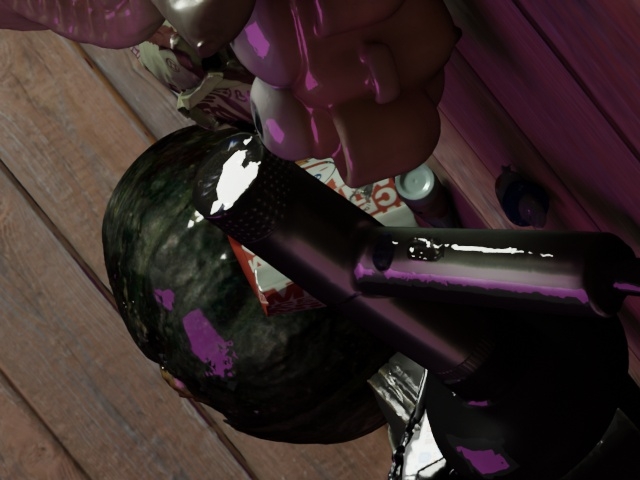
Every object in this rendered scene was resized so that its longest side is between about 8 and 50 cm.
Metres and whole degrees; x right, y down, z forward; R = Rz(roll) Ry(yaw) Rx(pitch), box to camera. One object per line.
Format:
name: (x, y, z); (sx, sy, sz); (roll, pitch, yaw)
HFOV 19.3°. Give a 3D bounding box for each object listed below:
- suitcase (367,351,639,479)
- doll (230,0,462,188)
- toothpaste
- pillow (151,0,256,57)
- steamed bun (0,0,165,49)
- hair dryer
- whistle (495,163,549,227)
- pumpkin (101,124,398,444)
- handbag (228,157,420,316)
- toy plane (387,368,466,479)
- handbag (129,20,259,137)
suitcase: (0.219, 0.240, 1.615); (0.434, 0.194, 0.283); (55, 175, -39)
doll: (-0.003, -0.126, 1.062); (0.278, 0.119, 0.154); (-132, 26, -72)
toothpaste: (0.096, -0.034, 1.668); (0.056, 0.036, 0.205); (54, -177, 14)
pillow: (-0.070, -0.194, 0.917); (0.270, 0.067, 0.173); (-125, 33, -73)
steamed bun: (-0.172, -0.276, 1.236); (0.280, 0.207, 0.268); (6, 141, 48)
hair dryer: (0.104, 0.062, 1.141); (0.284, 0.156, 0.320); (29, 175, 44)
whistle: (0.128, -0.023, 1.198); (0.083, 0.029, 0.033); (-122, 26, -70)
pumpkin: (-0.062, 0.052, 2.268); (0.454, 0.344, 0.454); (49, -177, -4)
handbag: (0.000, 0.000, 1.802); (0.298, 0.171, 0.151); (-113, 3, -76)
toy plane: (0.084, 0.181, 1.416); (0.078, 0.197, 0.053); (0, 149, 37)
handbag: (-0.089, -0.168, 1.889); (0.213, 0.127, 0.235); (23, -173, -20)
